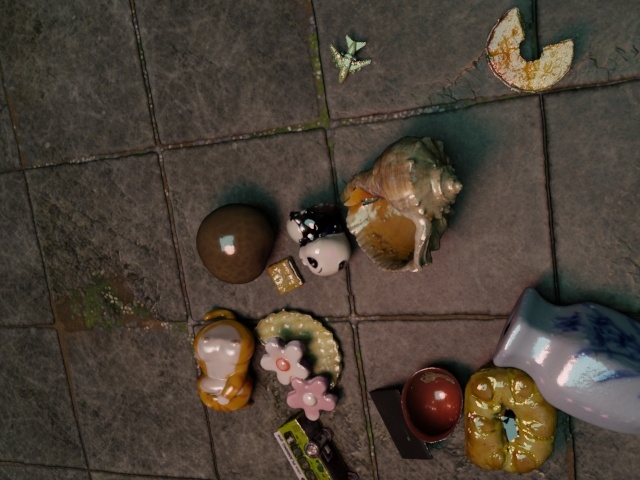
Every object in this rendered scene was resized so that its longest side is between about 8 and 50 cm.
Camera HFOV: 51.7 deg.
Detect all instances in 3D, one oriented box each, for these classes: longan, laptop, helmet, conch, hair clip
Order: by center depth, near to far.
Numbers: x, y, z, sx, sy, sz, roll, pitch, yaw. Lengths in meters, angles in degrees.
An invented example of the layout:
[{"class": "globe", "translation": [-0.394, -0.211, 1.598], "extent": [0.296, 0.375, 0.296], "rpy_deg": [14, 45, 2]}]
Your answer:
[{"class": "conch", "translation": [0.199, -0.079, 1.486], "extent": [0.210, 0.352, 0.297], "rpy_deg": [-4, 91, -21]}, {"class": "helmet", "translation": [0.285, 0.402, 1.592], "extent": [0.155, 0.106, 0.175], "rpy_deg": [-15, 61, 25]}, {"class": "laptop", "translation": [0.200, 0.465, 1.663], "extent": [0.197, 0.016, 0.135], "rpy_deg": [62, 150, 0]}, {"class": "longan", "translation": [-0.216, 0.006, 1.677], "extent": [0.198, 0.198, 0.212], "rpy_deg": [15, 122, 19]}, {"class": "hair clip", "translation": [-0.056, 0.354, 1.716], "extent": [0.146, 0.075, 0.257], "rpy_deg": [-28, 95, 21]}]

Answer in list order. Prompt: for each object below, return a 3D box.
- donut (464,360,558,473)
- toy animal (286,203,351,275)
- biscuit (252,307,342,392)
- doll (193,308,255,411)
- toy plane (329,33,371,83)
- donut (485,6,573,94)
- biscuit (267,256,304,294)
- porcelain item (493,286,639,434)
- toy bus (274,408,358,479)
[{"class": "donut", "translation": [0.436, 0.406, 1.525], "extent": [0.208, 0.128, 0.261], "rpy_deg": [5, 103, 13]}, {"class": "toy animal", "translation": [0.000, 0.000, 1.600], "extent": [0.138, 0.166, 0.179], "rpy_deg": [-17, 96, -7]}, {"class": "biscuit", "translation": [-0.039, 0.286, 1.748], "extent": [0.187, 0.036, 0.273], "rpy_deg": [-42, 84, 25]}, {"class": "doll", "translation": [-0.258, 0.341, 1.781], "extent": [0.167, 0.162, 0.269], "rpy_deg": [9, 104, 13]}, {"class": "toy plane", "translation": [0.064, -0.419, 1.542], "extent": [0.102, 0.040, 0.111], "rpy_deg": [23, 108, 5]}, {"class": "donut", "translation": [0.430, -0.388, 1.383], "extent": [0.181, 0.078, 0.146], "rpy_deg": [32, 113, 6]}, {"class": "biscuit", "translation": [-0.092, 0.094, 1.735], "extent": [0.081, 0.018, 0.083], "rpy_deg": [-28, 90, 25]}, {"class": "porcelain item", "translation": [0.585, 0.260, 1.379], "extent": [0.405, 0.242, 0.178], "rpy_deg": [24, 129, 13]}, {"class": "toy bus", "translation": [-0.010, 0.609, 1.775], "extent": [0.139, 0.113, 0.301], "rpy_deg": [-31, 87, 25]}]
